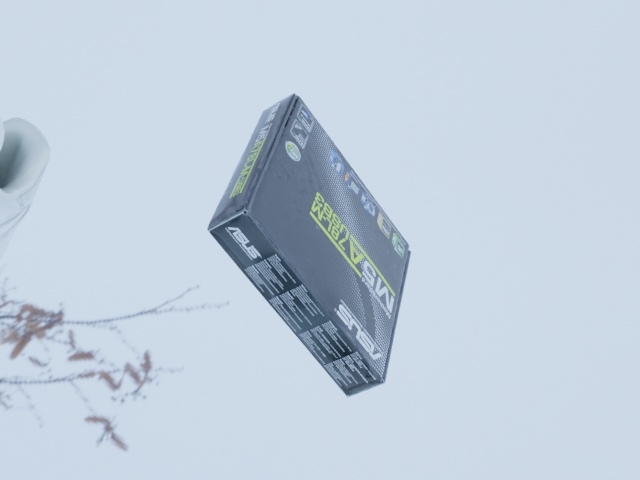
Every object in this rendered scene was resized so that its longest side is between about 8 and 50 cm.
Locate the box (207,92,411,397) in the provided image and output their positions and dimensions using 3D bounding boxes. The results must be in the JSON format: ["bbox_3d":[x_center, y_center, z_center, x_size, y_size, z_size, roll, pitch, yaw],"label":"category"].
[{"bbox_3d":[0.000,0.000,0.938,0.045,0.184,0.191,-26,-65,25],"label":"box"}]

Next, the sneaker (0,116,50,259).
[{"bbox_3d":[-0.252,-0.034,0.560,0.114,0.305,0.152,44,-77,15],"label":"sneaker"}]
